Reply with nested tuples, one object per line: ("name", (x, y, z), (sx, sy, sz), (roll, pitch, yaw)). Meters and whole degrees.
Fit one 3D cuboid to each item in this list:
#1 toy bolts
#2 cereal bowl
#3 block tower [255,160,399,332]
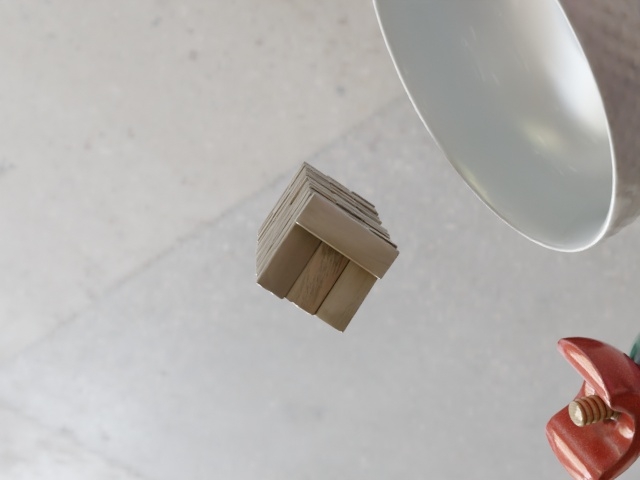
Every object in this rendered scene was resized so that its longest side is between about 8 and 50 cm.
("toy bolts", (0.266, 0.157, 1.088), (0.158, 0.228, 0.218), (-14, 133, -21))
("cereal bowl", (0.183, -0.170, 1.342), (0.141, 0.339, 0.339), (-29, 143, -16))
("block tower", (0.000, 0.000, 1.549), (0.091, 0.335, 0.097), (33, 94, -5))
